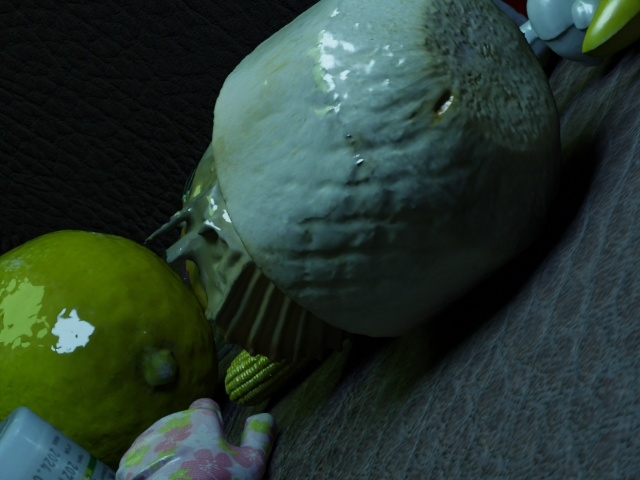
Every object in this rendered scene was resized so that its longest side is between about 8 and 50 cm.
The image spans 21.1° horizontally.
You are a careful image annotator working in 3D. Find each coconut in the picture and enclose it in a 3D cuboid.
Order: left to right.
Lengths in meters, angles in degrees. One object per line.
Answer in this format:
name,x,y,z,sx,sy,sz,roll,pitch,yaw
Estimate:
coconut,0.046,-0.072,1.496,0.329,0.329,0.329,-50,8,10

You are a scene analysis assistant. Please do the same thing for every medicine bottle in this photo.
medicine bottle,-0.293,0.329,1.800,0.238,0.232,0.238,-49,9,11

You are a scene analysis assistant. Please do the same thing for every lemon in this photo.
lemon,-0.287,0.153,2.166,0.364,0.364,0.364,-50,8,10

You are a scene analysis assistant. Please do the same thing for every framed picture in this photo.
framed picture,-0.138,0.141,2.532,0.109,0.011,0.149,-44,11,39

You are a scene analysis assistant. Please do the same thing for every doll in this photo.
doll,0.269,-0.235,1.617,0.252,0.111,0.237,-49,21,-12

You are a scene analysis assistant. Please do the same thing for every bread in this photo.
bread,-0.015,-0.029,1.791,0.388,0.236,0.183,-56,-9,-52

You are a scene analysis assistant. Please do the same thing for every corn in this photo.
corn,-0.043,0.124,1.908,0.085,0.063,0.165,-27,-12,-45

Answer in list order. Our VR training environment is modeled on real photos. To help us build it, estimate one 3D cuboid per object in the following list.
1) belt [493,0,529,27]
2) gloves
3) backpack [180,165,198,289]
belt,0.177,-0.222,1.966,0.227,0.115,0.324,-56,4,14
gloves,-0.129,0.224,1.745,0.145,0.126,0.241,-45,18,12
backpack,-0.100,-0.044,2.462,0.283,0.197,0.317,-40,15,46
